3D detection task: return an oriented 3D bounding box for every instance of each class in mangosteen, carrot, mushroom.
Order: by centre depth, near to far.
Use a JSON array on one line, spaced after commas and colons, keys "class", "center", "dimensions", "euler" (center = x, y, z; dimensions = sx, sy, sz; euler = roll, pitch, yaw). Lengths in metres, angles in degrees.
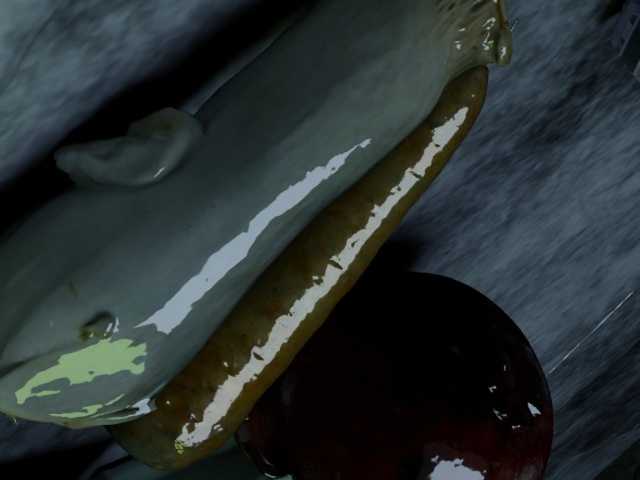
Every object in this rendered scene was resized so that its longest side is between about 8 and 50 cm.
[{"class": "mushroom", "center": [-0.035, -0.024, 0.815], "dimensions": [0.278, 0.099, 0.096], "euler": [-41, 169, -1]}, {"class": "carrot", "center": [0.000, 0.000, 1.001], "dimensions": [0.298, 0.078, 0.078], "euler": [-46, 162, 14]}, {"class": "mangosteen", "center": [0.042, 0.107, 1.218], "dimensions": [0.200, 0.200, 0.200], "euler": [-34, 163, -12]}]

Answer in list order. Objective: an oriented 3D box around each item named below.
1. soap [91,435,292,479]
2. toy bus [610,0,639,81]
[{"class": "soap", "center": [-0.080, 0.173, 1.295], "dimensions": [0.198, 0.063, 0.114], "euler": [-19, 154, -48]}, {"class": "toy bus", "center": [0.209, -0.127, 1.096], "dimensions": [0.102, 0.058, 0.052], "euler": [-36, 163, -23]}]
